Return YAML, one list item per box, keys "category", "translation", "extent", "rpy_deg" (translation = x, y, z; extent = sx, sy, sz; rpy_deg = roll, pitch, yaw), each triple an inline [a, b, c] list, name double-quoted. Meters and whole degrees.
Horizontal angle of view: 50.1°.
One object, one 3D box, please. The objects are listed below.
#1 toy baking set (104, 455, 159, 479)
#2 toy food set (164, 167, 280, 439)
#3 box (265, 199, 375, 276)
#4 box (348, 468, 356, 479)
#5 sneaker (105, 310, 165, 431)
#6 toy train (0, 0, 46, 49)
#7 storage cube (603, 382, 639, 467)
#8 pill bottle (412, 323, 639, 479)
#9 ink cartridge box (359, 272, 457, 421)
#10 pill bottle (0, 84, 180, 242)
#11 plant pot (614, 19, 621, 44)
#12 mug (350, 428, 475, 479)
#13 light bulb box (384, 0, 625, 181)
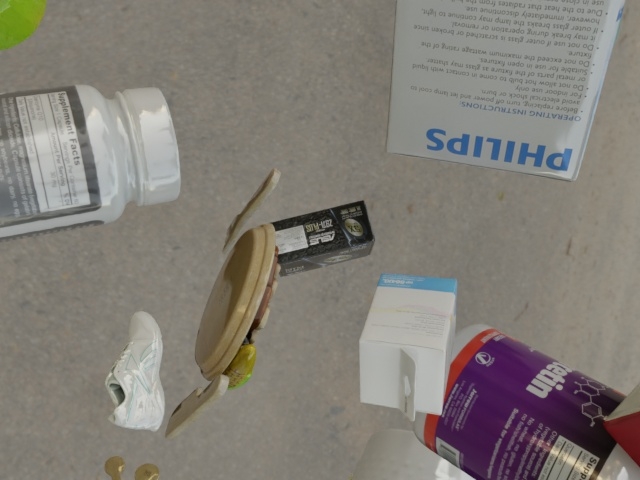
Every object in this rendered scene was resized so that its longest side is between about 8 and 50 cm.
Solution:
- category: "toy baking set"
  translation: [-0.297, 0.400, 0.928]
  extent: [0.256, 0.197, 0.030]
  rpy_deg: [-18, 137, -37]
- category: "toy food set"
  translation: [-0.057, 0.048, 0.512]
  extent: [0.038, 0.132, 0.192]
  rpy_deg: [23, 54, -17]
- category: "box"
  translation: [0.000, 0.000, 1.239]
  extent: [0.180, 0.147, 0.077]
  rpy_deg: [-14, 79, -3]
- category: "box"
  translation: [0.124, 0.576, 1.637]
  extent: [0.058, 0.087, 0.232]
  rpy_deg: [19, 106, -48]
- category: "sneaker"
  translation: [-0.221, 0.150, 0.812]
  extent: [0.061, 0.054, 0.152]
  rpy_deg: [10, 51, -30]
- category: "toy train"
  translation: [-0.138, -0.108, 0.239]
  extent: [0.105, 0.143, 0.248]
  rpy_deg: [-8, 81, -7]
- category: "storage cube"
  translation: [0.424, 0.172, 0.625]
  extent: [0.215, 0.183, 0.193]
  rpy_deg: [-35, 76, -22]
- category: "pill bottle"
  translation: [0.283, 0.243, 0.824]
  extent: [0.181, 0.323, 0.181]
  rpy_deg: [-30, 133, -38]
- category: "ink cartridge box"
  translation: [0.096, 0.114, 0.745]
  extent: [0.143, 0.090, 0.092]
  rpy_deg: [-61, 152, -55]
- category: "pill bottle"
  translation: [-0.395, -0.109, 0.962]
  extent: [0.361, 0.204, 0.204]
  rpy_deg: [-12, 109, -22]
- category: "plant pot"
  translation: [0.312, -0.392, 1.137]
  extent: [0.235, 0.293, 0.293]
  rpy_deg: [18, 89, -47]
- category: "mug"
  translation: [0.194, 0.567, 1.196]
  extent: [0.276, 0.374, 0.328]
  rpy_deg: [91, 24, -54]
- category: "light bulb box"
  translation: [0.231, -0.320, 0.787]
  extent: [0.358, 0.225, 0.361]
  rpy_deg: [-60, 157, -48]
